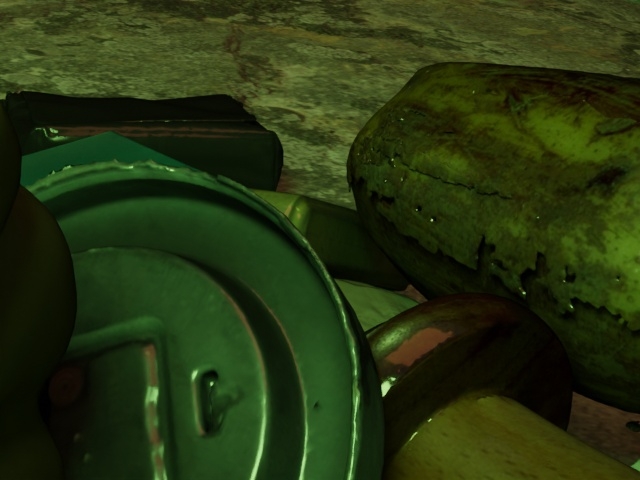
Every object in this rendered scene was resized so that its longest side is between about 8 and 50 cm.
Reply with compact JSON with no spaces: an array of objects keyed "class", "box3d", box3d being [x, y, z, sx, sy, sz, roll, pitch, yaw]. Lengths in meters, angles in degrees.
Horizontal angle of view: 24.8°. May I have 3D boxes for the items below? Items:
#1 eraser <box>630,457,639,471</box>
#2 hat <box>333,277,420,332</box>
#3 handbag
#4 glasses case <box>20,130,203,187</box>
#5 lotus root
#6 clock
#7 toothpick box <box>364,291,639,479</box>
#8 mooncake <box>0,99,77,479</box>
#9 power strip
[{"class":"eraser","box3d":[0.341,0.215,0.723,0.404,0.096,0.098,21,25,30]},{"class":"hat","box3d":[-0.003,0.055,0.936,0.214,0.149,0.245,9,31,-28]},{"class":"handbag","box3d":[-0.174,-0.090,1.383,0.246,0.080,0.223,0,15,-16]},{"class":"glasses case","box3d":[-0.173,-0.026,1.114,0.117,0.070,0.301,-17,16,-16]},{"class":"lotus root","box3d":[0.166,-0.004,0.863,0.196,0.179,0.397,46,-11,-36]},{"class":"clock","box3d":[-0.101,0.096,0.678,0.280,0.281,0.055,20,-14,30]},{"class":"toothpick box","box3d":[0.108,0.151,0.694,0.192,0.192,0.294,-11,33,-40]},{"class":"mooncake","box3d":[-0.213,0.099,0.469,0.200,0.379,0.378,9,21,2]},{"class":"power strip","box3d":[0.000,0.000,1.064,0.092,0.066,0.387,6,-3,16]}]
